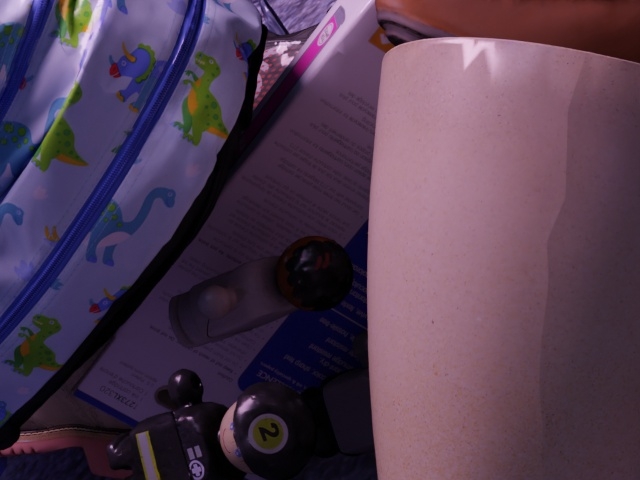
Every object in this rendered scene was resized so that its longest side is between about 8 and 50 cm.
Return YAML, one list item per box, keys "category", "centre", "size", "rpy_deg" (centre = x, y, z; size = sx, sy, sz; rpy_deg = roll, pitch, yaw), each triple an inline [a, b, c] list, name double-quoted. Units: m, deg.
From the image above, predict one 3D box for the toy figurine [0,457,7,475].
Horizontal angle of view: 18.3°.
- category: "toy figurine"
  centre: [-0.319, 0.232, 1.552]
  size: [0.362, 0.191, 0.217]
  rpy_deg: [3, 44, 51]

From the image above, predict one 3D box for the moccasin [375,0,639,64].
- category: "moccasin"
  centre: [0.223, -0.156, 1.223]
  size: [0.380, 0.147, 0.139]
  rpy_deg: [0, 5, -2]

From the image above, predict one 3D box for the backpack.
- category: "backpack"
  centre: [-0.185, -0.050, 1.306]
  size: [0.355, 0.273, 0.290]
  rpy_deg: [-30, 27, 31]

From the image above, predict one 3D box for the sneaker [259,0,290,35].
- category: "sneaker"
  centre: [-0.012, -0.051, 1.624]
  size: [0.130, 0.236, 0.323]
  rpy_deg: [-39, 72, 10]

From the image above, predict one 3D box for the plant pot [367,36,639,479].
- category: "plant pot"
  centre: [0.129, 0.052, 1.165]
  size: [0.256, 0.256, 0.274]
  rpy_deg: [4, 77, 54]

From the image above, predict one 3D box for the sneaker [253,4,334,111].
- category: "sneaker"
  centre: [-0.040, -0.074, 1.461]
  size: [0.276, 0.097, 0.135]
  rpy_deg: [-38, 49, 25]

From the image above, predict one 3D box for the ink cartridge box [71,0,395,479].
- category: "ink cartridge box"
  centre: [0.000, 0.000, 1.364]
  size: [0.371, 0.175, 0.069]
  rpy_deg: [-52, 22, 18]

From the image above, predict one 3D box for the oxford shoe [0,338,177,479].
- category: "oxford shoe"
  centre: [-0.197, 0.094, 1.575]
  size: [0.397, 0.147, 0.140]
  rpy_deg: [1, 13, 43]

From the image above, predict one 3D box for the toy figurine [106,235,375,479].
- category: "toy figurine"
  centre: [-0.006, 0.117, 1.262]
  size: [0.148, 0.213, 0.209]
  rpy_deg: [-21, 35, 39]
